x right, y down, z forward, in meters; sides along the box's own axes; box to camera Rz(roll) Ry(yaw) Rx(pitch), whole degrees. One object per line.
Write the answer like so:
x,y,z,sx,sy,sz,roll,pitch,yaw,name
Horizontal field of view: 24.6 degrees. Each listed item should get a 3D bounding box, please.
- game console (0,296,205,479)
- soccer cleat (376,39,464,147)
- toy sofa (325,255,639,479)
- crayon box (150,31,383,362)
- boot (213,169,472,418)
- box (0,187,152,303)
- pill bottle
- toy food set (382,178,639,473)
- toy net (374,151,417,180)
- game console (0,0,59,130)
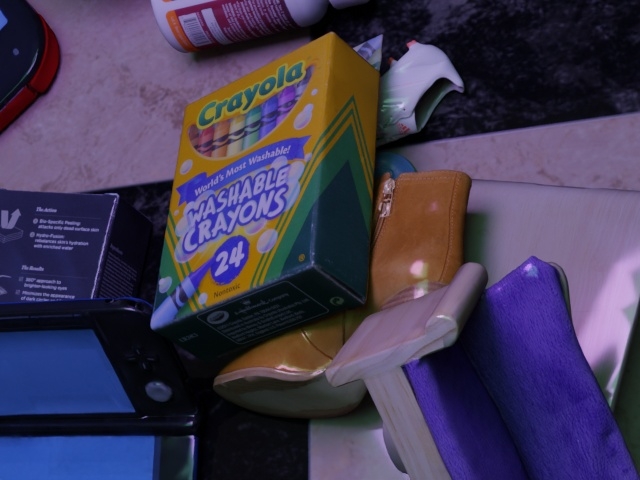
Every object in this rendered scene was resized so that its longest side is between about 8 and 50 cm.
-0.278,0.203,1.450,0.293,0.250,0.173,-4,43,18,game console
0.059,-0.123,1.505,0.196,0.068,0.076,-41,65,-2,soccer cleat
0.166,0.205,1.189,0.177,0.150,0.363,-22,98,22,toy sofa
-0.048,-0.063,1.423,0.203,0.083,0.323,-23,47,34,crayon box
0.026,0.049,1.411,0.295,0.104,0.211,-18,50,42,boot
-0.277,0.034,1.551,0.156,0.093,0.158,4,73,22,box
-0.064,-0.281,1.576,0.221,0.121,0.121,-10,67,16,pill bottle
0.202,0.086,1.370,0.219,0.092,0.306,7,71,34,toy food set
0.000,0.000,1.494,0.232,0.045,0.122,-24,78,13,toy net
-0.518,-0.223,1.756,0.342,0.060,0.386,-42,62,0,game console
